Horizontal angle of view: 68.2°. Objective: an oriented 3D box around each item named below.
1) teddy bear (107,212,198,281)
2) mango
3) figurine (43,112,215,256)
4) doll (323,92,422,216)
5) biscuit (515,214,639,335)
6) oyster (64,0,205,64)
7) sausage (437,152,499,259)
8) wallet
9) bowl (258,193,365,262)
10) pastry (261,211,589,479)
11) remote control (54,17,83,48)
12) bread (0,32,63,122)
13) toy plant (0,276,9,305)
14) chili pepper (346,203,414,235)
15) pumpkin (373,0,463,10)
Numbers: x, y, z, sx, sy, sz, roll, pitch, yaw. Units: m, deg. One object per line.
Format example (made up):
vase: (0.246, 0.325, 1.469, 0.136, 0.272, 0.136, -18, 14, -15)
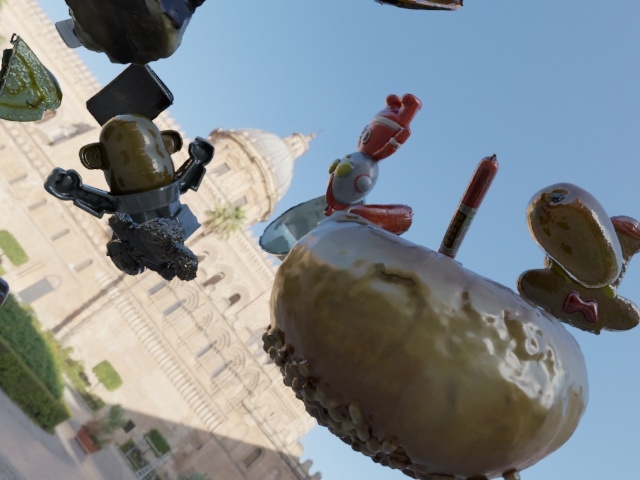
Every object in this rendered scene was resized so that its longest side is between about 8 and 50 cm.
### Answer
teddy bear: (-0.220, 0.004, 0.628, 0.160, 0.078, 0.119, -9, -53, 41)
mango: (0.653, -0.002, 1.209, 0.317, 0.173, 0.211, 53, 7, -13)
figurine: (-0.383, -0.127, 1.017, 0.167, 0.342, 0.284, 4, -65, 33)
doll: (0.106, -0.199, 1.117, 0.105, 0.336, 0.200, 34, 1, -27)
biscuit: (0.823, 0.079, 1.438, 0.368, 0.394, 0.076, 23, -10, 6)
oyster: (-0.087, -0.223, 0.288, 0.294, 0.166, 0.094, -56, -142, 39)
sausage: (0.224, -0.028, 0.749, 0.034, 0.034, 0.253, 36, -47, 27)
wallet: (-0.443, -0.318, 1.094, 0.232, 0.031, 0.122, -20, -61, 33)
bowl: (0.000, 0.000, 1.296, 0.313, 0.313, 0.146, 10, -49, 49)
pastry: (0.111, 0.135, 0.597, 0.410, 0.245, 0.409, 27, 2, -1)
remote control: (-0.399, -0.406, 0.888, 0.027, 0.184, 0.050, -9, -68, 57)
bread: (-0.544, -0.295, 0.892, 0.103, 0.110, 0.156, 39, -72, 48)
toy plant: (-0.631, 0.056, 0.786, 0.200, 0.143, 0.105, 46, 16, -47)
chili pepper: (0.090, -0.034, 0.964, 0.086, 0.192, 0.084, 103, -23, -51)
pumpkin: (0.256, -0.707, 1.194, 0.256, 0.303, 0.225, 12, -74, 8)
